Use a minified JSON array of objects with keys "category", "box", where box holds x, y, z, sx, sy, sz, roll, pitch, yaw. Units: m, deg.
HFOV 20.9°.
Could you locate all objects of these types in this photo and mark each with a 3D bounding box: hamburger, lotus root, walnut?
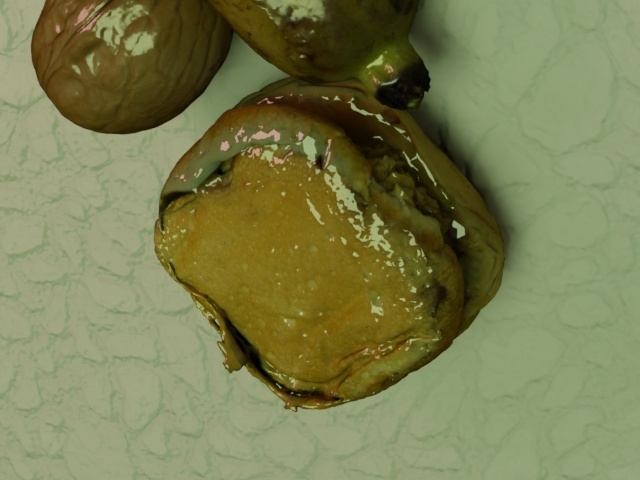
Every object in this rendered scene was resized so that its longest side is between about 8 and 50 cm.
[{"category":"hamburger","box":[0.000,0.000,1.562,0.318,0.158,0.318,13,123,20]},{"category":"lotus root","box":[-0.015,-0.235,1.444,0.169,0.141,0.314,-32,101,17]},{"category":"walnut","box":[-0.167,-0.186,1.542,0.167,0.167,0.207,44,130,-1]}]
